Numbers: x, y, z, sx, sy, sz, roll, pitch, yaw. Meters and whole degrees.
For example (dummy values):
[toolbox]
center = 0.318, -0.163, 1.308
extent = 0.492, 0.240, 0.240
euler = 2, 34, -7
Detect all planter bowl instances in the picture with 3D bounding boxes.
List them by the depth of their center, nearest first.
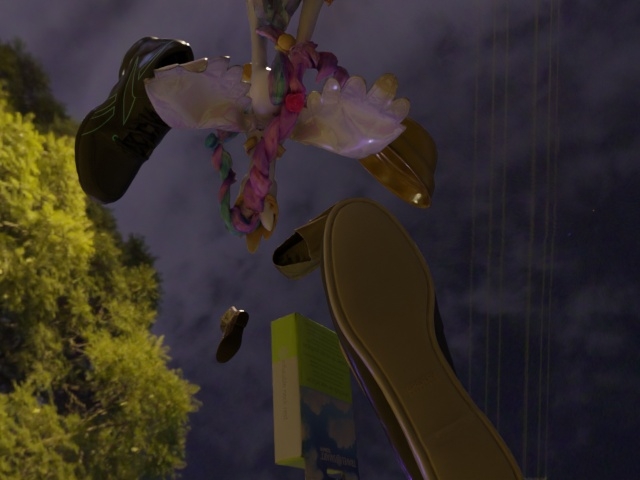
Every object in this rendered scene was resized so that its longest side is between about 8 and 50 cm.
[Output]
[planter bowl]
center = 0.147, -0.164, 0.975
extent = 0.217, 0.217, 0.090
euler = 40, -96, 20

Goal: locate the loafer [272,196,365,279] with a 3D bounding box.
[loafer]
center = 0.000, 0.000, 0.647
extent = 0.148, 0.050, 0.056
euler = -41, -113, 20

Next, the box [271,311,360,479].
[box]
center = -0.005, 0.182, 0.598
extent = 0.042, 0.109, 0.178
euler = -24, -127, 27

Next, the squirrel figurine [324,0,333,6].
[squirrel figurine]
center = -0.019, -0.625, 0.916
extent = 0.370, 0.281, 0.397
euler = -29, -72, -5

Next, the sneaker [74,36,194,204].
[sneaker]
center = -0.263, -0.178, 0.762
extent = 0.106, 0.101, 0.267
euler = 11, -102, 38

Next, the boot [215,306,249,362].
[boot]
center = -0.179, 0.178, 1.018
extent = 0.106, 0.037, 0.114
euler = -61, -160, -15

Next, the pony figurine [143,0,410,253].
[pony figurine]
center = -0.062, -0.195, 0.746
extent = 0.303, 0.351, 0.363
euler = 9, -111, -9

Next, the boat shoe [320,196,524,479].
[boat shoe]
center = 0.076, 0.118, 0.519
extent = 0.095, 0.112, 0.335
euler = 109, -38, -61
